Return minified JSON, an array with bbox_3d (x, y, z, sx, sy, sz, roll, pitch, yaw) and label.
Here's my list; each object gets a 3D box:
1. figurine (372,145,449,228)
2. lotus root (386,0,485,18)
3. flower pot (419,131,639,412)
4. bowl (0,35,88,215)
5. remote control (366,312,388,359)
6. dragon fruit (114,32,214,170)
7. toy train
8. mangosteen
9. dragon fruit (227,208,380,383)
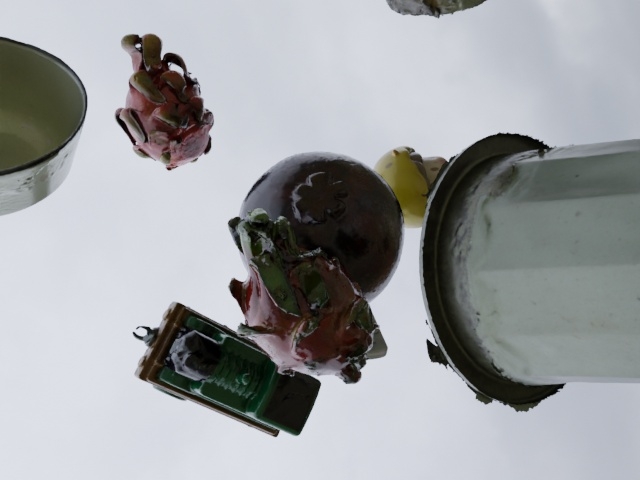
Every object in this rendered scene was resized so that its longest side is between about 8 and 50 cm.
[{"bbox_3d":[0.283,-0.122,1.330,0.215,0.344,0.187,-77,-15,-62],"label":"figurine"},{"bbox_3d":[0.134,-0.286,0.596,0.144,0.143,0.070,-34,-52,-17],"label":"lotus root"},{"bbox_3d":[0.266,0.017,0.515,0.291,0.259,0.290,4,-98,-32],"label":"flower pot"},{"bbox_3d":[-0.381,-0.110,0.645,0.238,0.126,0.237,10,-134,-11],"label":"bowl"},{"bbox_3d":[0.083,0.189,1.289,0.088,0.029,0.190,-1,-147,-13],"label":"remote control"},{"bbox_3d":[-0.374,-0.330,1.433,0.243,0.307,0.227,19,-160,6],"label":"dragon fruit"},{"bbox_3d":[-0.178,0.277,1.204,0.429,0.249,0.178,33,-108,-27],"label":"toy train"},{"bbox_3d":[0.000,0.000,1.101,0.306,0.359,0.305,1,-112,-1],"label":"mangosteen"},{"bbox_3d":[-0.024,0.083,0.816,0.198,0.200,0.269,-49,-35,-32],"label":"dragon fruit"}]
